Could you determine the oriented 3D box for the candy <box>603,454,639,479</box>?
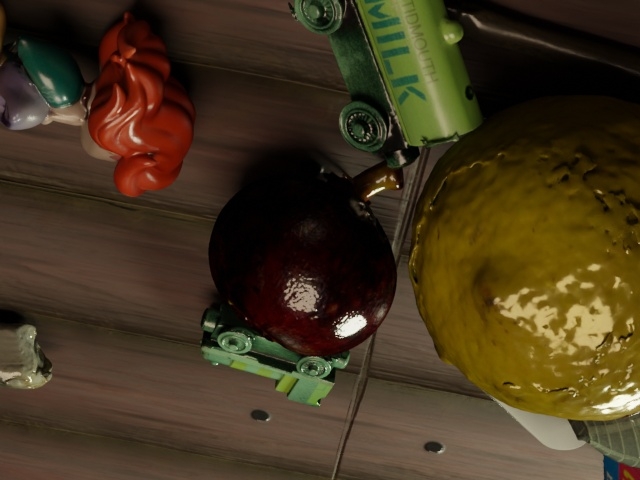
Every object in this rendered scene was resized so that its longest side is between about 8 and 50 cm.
[{"bbox_3d":[0.490,0.371,2.137,0.100,0.306,0.157,-27,137,-14],"label":"candy"}]

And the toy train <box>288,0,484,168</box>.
[{"bbox_3d":[0.077,-0.199,1.687,0.157,0.105,0.253,-10,107,35],"label":"toy train"}]

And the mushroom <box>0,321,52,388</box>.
[{"bbox_3d":[-0.488,0.129,2.193,0.278,0.099,0.096,23,130,-10],"label":"mushroom"}]

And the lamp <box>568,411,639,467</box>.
[{"bbox_3d":[0.396,0.167,1.973,0.233,0.233,0.265,22,176,-14],"label":"lamp"}]

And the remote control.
[{"bbox_3d":[0.278,0.208,2.200,0.077,0.022,0.245,-28,125,30],"label":"remote control"}]

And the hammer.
[{"bbox_3d":[0.296,-0.193,1.758,0.440,0.044,0.168,17,138,-9],"label":"hammer"}]

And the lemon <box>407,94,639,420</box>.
[{"bbox_3d":[0.277,0.015,1.731,0.350,0.387,0.350,13,111,38],"label":"lemon"}]

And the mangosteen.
[{"bbox_3d":[0.000,0.000,1.912,0.235,0.235,0.261,40,86,-29],"label":"mangosteen"}]

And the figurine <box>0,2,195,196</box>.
[{"bbox_3d":[-0.253,-0.158,1.796,0.257,0.181,0.208,14,108,-16],"label":"figurine"}]

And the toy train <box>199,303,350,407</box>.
[{"bbox_3d":[-0.067,0.144,2.147,0.200,0.083,0.132,19,139,-9],"label":"toy train"}]
